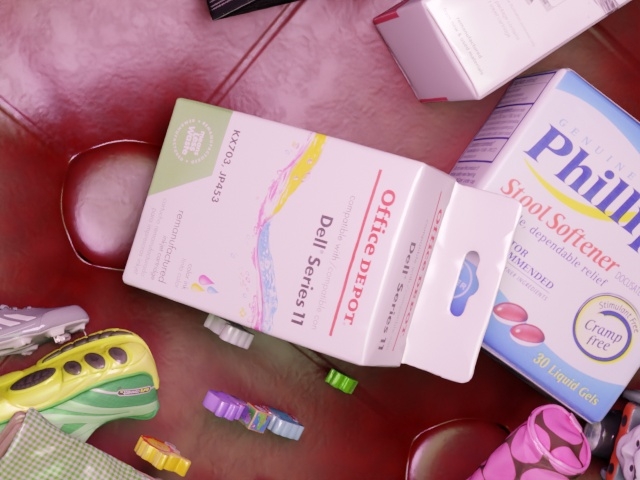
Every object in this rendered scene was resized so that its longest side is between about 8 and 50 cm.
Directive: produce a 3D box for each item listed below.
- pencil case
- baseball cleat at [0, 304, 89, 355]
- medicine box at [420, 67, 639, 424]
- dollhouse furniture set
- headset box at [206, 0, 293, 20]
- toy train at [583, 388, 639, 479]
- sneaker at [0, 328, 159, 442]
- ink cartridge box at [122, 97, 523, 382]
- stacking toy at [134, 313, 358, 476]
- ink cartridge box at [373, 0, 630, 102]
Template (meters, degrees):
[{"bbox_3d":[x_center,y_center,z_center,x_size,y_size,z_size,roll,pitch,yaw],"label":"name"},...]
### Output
[{"bbox_3d":[0.209,0.260,1.290,0.098,0.209,0.095,-17,64,-43],"label":"pencil case"},{"bbox_3d":[-0.352,0.079,1.245,0.206,0.072,0.109,-15,76,-21],"label":"baseball cleat"},{"bbox_3d":[0.261,0.003,1.309,0.263,0.149,0.289,36,88,-10],"label":"medicine box"},{"bbox_3d":[-0.293,0.350,1.175,0.198,0.151,0.301,33,102,-28],"label":"dollhouse furniture set"},{"bbox_3d":[-0.020,-0.396,1.212,0.246,0.131,0.283,-18,96,-26],"label":"headset box"},{"bbox_3d":[0.469,0.261,1.341,0.334,0.190,0.142,16,90,-11],"label":"toy train"},{"bbox_3d":[-0.304,0.196,1.236,0.296,0.109,0.123,-20,114,2],"label":"sneaker"},{"bbox_3d":[0.000,0.000,1.190,0.354,0.119,0.207,17,91,23],"label":"ink cartridge box"},{"bbox_3d":[-0.073,0.189,1.288,0.221,0.052,0.167,27,91,-38],"label":"stacking toy"},{"bbox_3d":[0.221,-0.266,1.255,0.283,0.207,0.117,-33,100,-7],"label":"ink cartridge box"}]
